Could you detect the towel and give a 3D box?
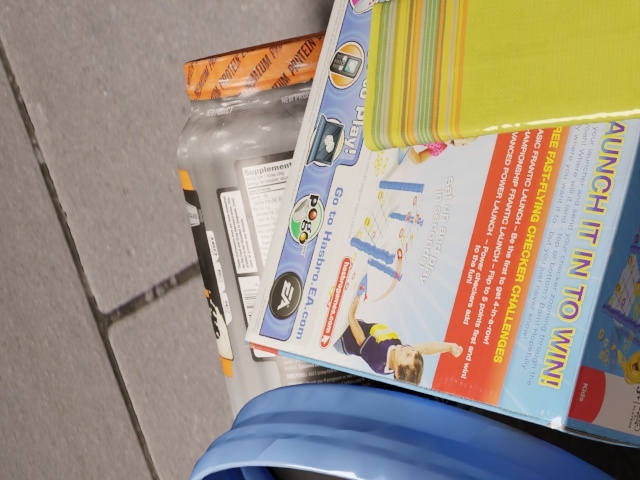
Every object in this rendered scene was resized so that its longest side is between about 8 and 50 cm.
[{"bbox_3d":[0.119,-0.115,1.230,0.237,0.021,0.102,-4,79,45],"label":"towel"}]

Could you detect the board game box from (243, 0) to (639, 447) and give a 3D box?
[{"bbox_3d":[0.111,-0.045,1.291,0.302,0.086,0.308,12,86,47],"label":"board game box"}]

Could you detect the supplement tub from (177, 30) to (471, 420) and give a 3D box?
[{"bbox_3d":[0.000,0.000,1.520,0.193,0.194,0.316,-1,102,56],"label":"supplement tub"}]

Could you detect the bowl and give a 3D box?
[{"bbox_3d":[0.096,0.223,1.383,0.391,0.077,0.391,19,155,10],"label":"bowl"}]
